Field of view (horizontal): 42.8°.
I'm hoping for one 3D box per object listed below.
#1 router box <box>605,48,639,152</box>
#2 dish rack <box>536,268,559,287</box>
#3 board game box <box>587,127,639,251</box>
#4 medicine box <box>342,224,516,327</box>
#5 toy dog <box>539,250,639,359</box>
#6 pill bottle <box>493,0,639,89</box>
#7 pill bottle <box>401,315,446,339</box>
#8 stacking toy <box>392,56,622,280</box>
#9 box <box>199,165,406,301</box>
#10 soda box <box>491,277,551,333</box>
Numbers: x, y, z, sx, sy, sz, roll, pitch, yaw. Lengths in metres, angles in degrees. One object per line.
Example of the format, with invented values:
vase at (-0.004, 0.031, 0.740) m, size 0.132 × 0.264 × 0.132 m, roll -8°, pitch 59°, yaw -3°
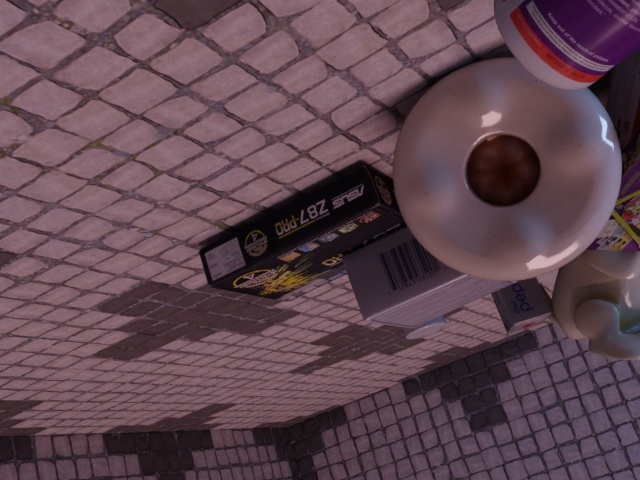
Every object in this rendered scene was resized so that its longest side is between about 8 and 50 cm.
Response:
router box at (0.640, -0.231, 1.404) m, size 0.301 × 0.082 × 0.335 m, roll -13°, pitch 128°, yaw -12°
dish rack at (0.677, 0.079, 2.227) m, size 0.072 × 0.286 × 0.333 m, roll -59°, pitch 166°, yaw -17°
board game box at (0.566, -0.095, 1.338) m, size 0.208 × 0.056 × 0.346 m, roll 5°, pitch 144°, yaw -11°
medicine box at (0.234, 0.062, 1.707) m, size 0.264 × 0.149 × 0.289 m, roll -27°, pitch 161°, yaw 21°
toy dog at (0.640, 0.013, 1.807) m, size 0.285 × 0.407 × 0.395 m, roll -15°, pitch -173°, yaw -24°
pill bottle at (0.375, -0.337, 0.984) m, size 0.182 × 0.181 × 0.323 m, roll -2°, pitch 155°, yaw -37°
pill bottle at (0.214, 0.111, 1.950) m, size 0.131 × 0.229 × 0.131 m, roll -16°, pitch 160°, yaw -6°
stacking toy at (0.338, -0.126, 1.465) m, size 0.351 × 0.350 × 0.480 m, roll -24°, pitch 178°, yaw 16°
box at (0.000, 0.000, 1.679) m, size 0.395 × 0.097 × 0.318 m, roll -26°, pitch 162°, yaw 20°
soda box at (0.443, 0.069, 1.946) m, size 0.098 × 0.286 × 0.091 m, roll -17°, pitch 158°, yaw -4°
